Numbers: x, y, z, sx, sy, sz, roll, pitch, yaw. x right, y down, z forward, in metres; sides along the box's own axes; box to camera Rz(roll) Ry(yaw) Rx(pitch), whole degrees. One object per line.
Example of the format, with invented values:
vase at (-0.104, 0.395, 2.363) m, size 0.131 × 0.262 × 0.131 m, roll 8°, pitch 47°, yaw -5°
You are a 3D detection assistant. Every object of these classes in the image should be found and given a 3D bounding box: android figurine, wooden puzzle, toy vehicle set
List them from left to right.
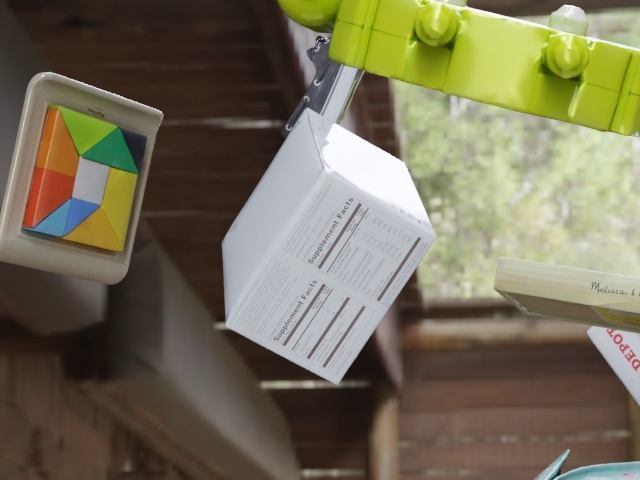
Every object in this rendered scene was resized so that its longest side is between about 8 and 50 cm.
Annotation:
wooden puzzle at (-0.298, -0.072, 1.902) m, size 0.221 × 0.044 × 0.238 m, roll 16°, pitch 88°, yaw -50°
android figurine at (0.096, -0.105, 0.819) m, size 0.273 × 0.248 × 0.056 m, roll -40°, pitch 144°, yaw -80°
toy vehicle set at (0.327, 0.069, 1.567) m, size 0.166 × 0.267 × 0.035 m, roll 33°, pitch 68°, yaw -69°

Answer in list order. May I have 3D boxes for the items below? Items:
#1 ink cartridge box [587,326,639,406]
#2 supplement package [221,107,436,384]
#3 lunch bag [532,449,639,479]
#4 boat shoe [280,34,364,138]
ink cartridge box at (0.486, 0.103, 1.796) m, size 0.117 × 0.278 × 0.201 m, roll 32°, pitch 20°, yaw -42°
supplement package at (0.000, 0.000, 1.700) m, size 0.204 × 0.145 × 0.262 m, roll -57°, pitch -166°, yaw 15°
lunch bag at (0.225, 0.308, 1.424) m, size 0.223 × 0.262 × 0.160 m, roll -48°, pitch -133°, yaw 44°
boat shoe at (0.014, -0.219, 1.902) m, size 0.080 × 0.076 × 0.228 m, roll -43°, pitch 157°, yaw -73°
